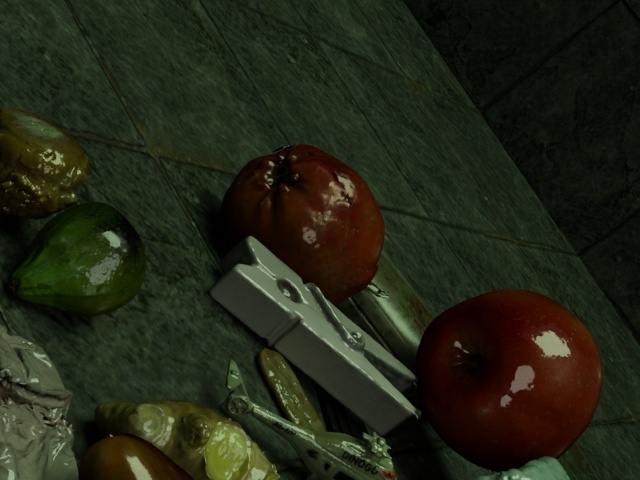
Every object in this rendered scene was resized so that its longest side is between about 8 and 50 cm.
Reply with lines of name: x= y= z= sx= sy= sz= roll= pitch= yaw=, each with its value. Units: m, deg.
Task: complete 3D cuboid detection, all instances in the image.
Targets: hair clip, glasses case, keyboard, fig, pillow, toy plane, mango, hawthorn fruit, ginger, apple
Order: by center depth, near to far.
mango: x=-0.136 y=0.284 z=1.253 sx=0.267 sy=0.111 sz=0.133 roll=53 pitch=8 yaw=-31
pillow: x=-0.273 y=0.171 z=1.254 sx=0.135 sy=0.049 sz=0.248 roll=35 pitch=28 yaw=-48
ginger: x=-0.122 y=0.225 z=1.365 sx=0.216 sy=0.157 sz=0.102 roll=38 pitch=57 yaw=-21
fig: x=-0.265 y=0.031 z=1.465 sx=0.156 sy=0.123 sz=0.123 roll=-31 pitch=81 yaw=-32
toy plane: x=-0.007 y=0.246 z=1.645 sx=0.286 sy=0.108 sz=0.092 roll=32 pitch=26 yaw=-16
hair clip: x=0.000 y=0.130 z=1.839 sx=0.331 sy=0.085 sz=0.101 roll=43 pitch=34 yaw=-16
keyboard: x=0.031 y=0.232 z=1.861 sx=0.087 sy=0.017 sz=0.250 roll=32 pitch=26 yaw=-39
apple: x=0.259 y=0.191 z=1.932 sx=0.216 sy=0.260 sz=0.260 roll=25 pitch=32 yaw=-45
hawthorn fruit: x=0.000 y=0.000 z=1.939 sx=0.299 sy=0.211 sz=0.211 roll=46 pitch=19 yaw=-33
glasses case: x=0.081 y=0.085 z=2.108 sx=0.425 sy=0.098 sz=0.156 roll=52 pitch=21 yaw=1

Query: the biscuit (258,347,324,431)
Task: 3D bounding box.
biscuit: x=-0.037 y=0.201 z=1.763 sx=0.071 sy=0.018 sz=0.147 roll=16 pitch=40 yaw=-60

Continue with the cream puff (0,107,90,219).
cream puff: x=-0.322 y=-0.078 z=1.492 sx=0.126 sy=0.103 sz=0.144 roll=16 pitch=20 yaw=-35

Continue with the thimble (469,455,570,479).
thimble: x=0.254 y=0.393 z=1.787 sx=0.250 sy=0.205 sz=0.172 roll=83 pitch=-18 yaw=-71
